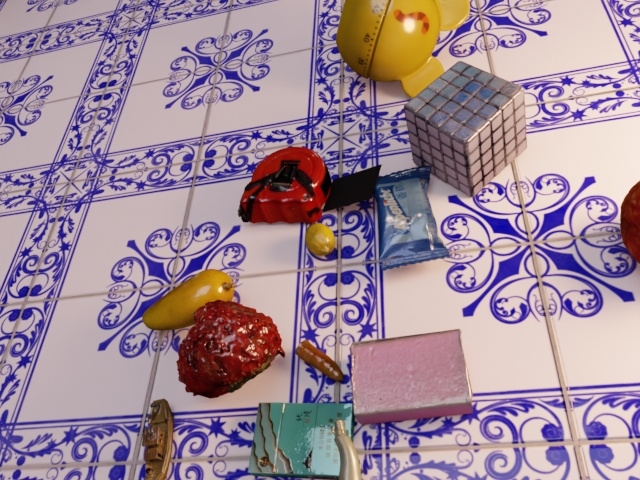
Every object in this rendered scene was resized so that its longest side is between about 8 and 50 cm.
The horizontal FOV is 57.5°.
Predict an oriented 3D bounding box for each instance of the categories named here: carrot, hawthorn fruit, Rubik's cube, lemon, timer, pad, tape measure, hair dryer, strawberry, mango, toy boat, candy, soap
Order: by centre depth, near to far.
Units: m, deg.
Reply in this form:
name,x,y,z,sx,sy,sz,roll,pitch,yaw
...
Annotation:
name,x,y,z,sx,sy,sz,roll,pitch,yaw
hair dryer,0.137,0.525,1.154,0.296,0.119,0.298,9,59,10
hawthorn fruit,0.774,-0.011,1.279,0.242,0.242,0.271,19,70,29
soap,0.202,0.306,1.312,0.259,0.081,0.181,-10,53,10
toy boat,-0.388,0.478,1.382,0.064,0.072,0.206,-14,51,10
strawberry,-0.229,0.246,1.387,0.274,0.274,0.220,-32,76,-7
carrot,0.004,0.294,1.411,0.139,0.048,0.048,30,68,30
mango,-0.351,0.164,1.553,0.317,0.119,0.176,-23,16,19
candy,0.231,-0.068,1.555,0.187,0.077,0.331,-9,49,5
Rubik's cube,0.400,-0.306,1.600,0.237,0.238,0.237,-42,53,-12
lemon,0.000,0.000,1.603,0.082,0.082,0.110,-26,47,-2
pad,0.089,-0.150,1.682,0.190,0.004,0.127,-14,46,42
tape measure,-0.098,-0.164,1.735,0.253,0.114,0.260,2,56,19
timer,0.252,-0.668,1.877,0.387,0.376,0.376,18,59,2

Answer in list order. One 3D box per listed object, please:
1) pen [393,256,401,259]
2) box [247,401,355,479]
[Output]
name,x,y,z,sx,sy,sz,roll,pitch,yaw
pen,0.192,-0.036,1.597,0.040,0.032,0.233,0,50,-11
box,-0.040,0.448,1.310,0.229,0.041,0.162,-3,54,16
